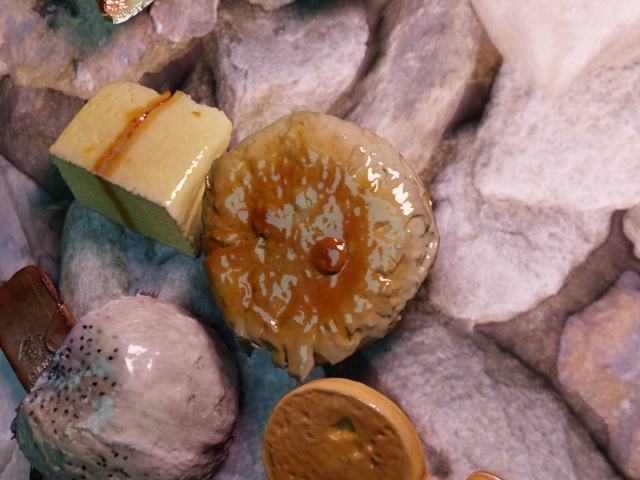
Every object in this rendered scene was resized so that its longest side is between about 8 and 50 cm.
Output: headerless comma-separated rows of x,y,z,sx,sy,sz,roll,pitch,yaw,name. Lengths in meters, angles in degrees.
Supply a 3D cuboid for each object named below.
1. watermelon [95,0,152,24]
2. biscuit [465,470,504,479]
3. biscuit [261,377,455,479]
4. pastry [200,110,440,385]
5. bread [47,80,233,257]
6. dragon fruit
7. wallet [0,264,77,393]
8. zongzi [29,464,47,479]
-0.248,-0.419,1.463,0.146,0.128,0.231,-9,99,-2,watermelon
0.175,0.339,1.269,0.118,0.023,0.140,28,102,23,biscuit
0.064,0.327,1.269,0.275,0.052,0.355,-34,87,31,biscuit
0.000,0.000,1.299,0.329,0.136,0.330,0,91,24,pastry
-0.230,-0.111,1.477,0.240,0.135,0.178,23,65,25,bread
-0.232,0.222,1.342,0.204,0.221,0.283,32,88,20,dragon fruit
-0.400,0.161,1.550,0.137,0.031,0.255,-42,72,19,wallet
-0.298,0.403,1.470,0.241,0.111,0.248,3,83,8,zongzi
